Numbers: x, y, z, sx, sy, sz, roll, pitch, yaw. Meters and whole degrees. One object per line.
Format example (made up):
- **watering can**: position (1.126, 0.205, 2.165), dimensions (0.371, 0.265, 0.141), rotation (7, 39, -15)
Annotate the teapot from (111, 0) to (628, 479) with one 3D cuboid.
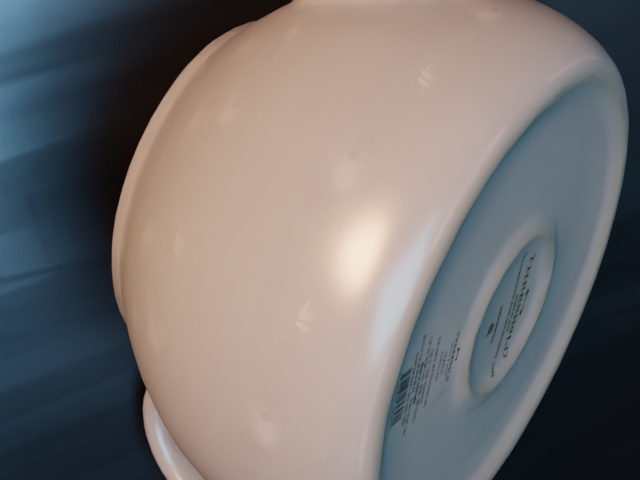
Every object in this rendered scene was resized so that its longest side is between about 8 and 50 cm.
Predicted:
- **teapot**: position (0.000, 0.000, 0.529), dimensions (0.256, 0.187, 0.252), rotation (-60, 153, -13)
